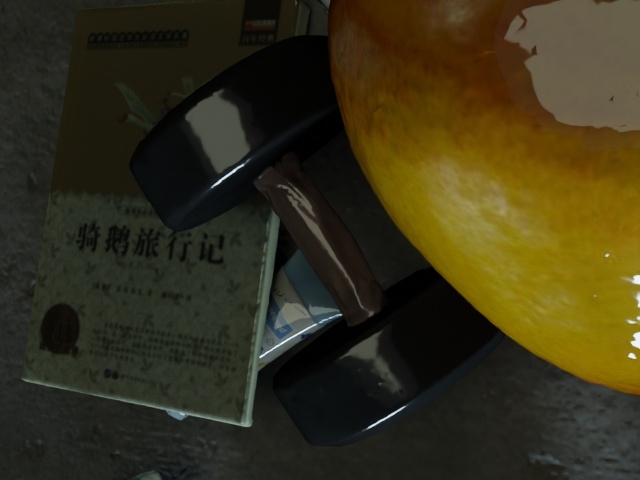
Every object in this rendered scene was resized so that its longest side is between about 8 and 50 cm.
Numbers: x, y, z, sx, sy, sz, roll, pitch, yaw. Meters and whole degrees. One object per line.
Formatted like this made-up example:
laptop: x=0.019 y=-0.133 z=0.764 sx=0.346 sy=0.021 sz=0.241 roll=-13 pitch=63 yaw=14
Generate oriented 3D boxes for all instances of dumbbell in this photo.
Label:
dumbbell: x=0.000 y=0.000 z=0.554 sx=0.152 sy=0.152 sz=0.218 roll=-35 pitch=89 yaw=25

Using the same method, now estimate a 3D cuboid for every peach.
peach: x=0.142 y=-0.084 z=0.431 sx=0.308 sy=0.289 sz=0.289 roll=16 pitch=100 yaw=42

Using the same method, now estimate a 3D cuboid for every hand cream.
hand cream: x=-0.055 y=0.076 z=0.671 sx=0.170 sy=0.043 sz=0.065 roll=-40 pitch=70 yaw=19

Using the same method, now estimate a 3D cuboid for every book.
book: x=-0.125 y=-0.030 z=0.687 sx=0.217 sy=0.021 sz=0.310 roll=5 pitch=85 yaw=28

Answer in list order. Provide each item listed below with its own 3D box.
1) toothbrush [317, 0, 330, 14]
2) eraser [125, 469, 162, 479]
toothbrush: x=0.070 y=-0.084 z=0.608 sx=0.263 sy=0.022 sz=0.026 roll=54 pitch=128 yaw=15
eraser: x=-0.127 y=0.295 z=0.688 sx=0.095 sy=0.052 sz=0.225 roll=-36 pitch=69 yaw=58
